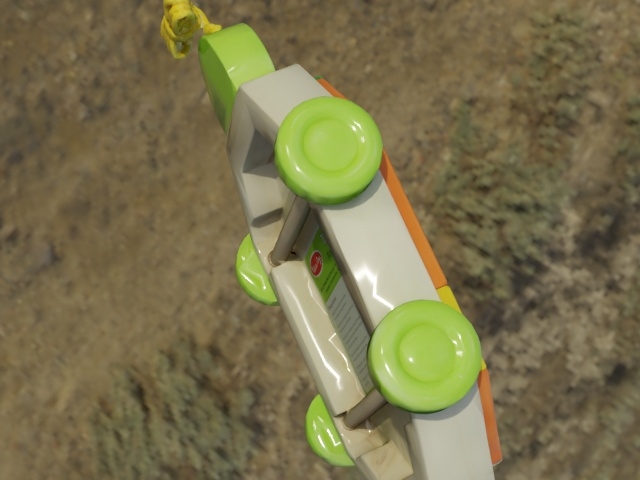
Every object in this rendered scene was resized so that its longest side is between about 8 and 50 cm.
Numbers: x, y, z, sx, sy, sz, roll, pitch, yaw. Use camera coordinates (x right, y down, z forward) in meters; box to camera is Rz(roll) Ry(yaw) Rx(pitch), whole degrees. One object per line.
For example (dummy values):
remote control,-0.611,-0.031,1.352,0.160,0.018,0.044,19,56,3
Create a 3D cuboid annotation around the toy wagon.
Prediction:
toy wagon,0.000,0.000,0.839,0.068,0.344,0.267,-21,169,-14
